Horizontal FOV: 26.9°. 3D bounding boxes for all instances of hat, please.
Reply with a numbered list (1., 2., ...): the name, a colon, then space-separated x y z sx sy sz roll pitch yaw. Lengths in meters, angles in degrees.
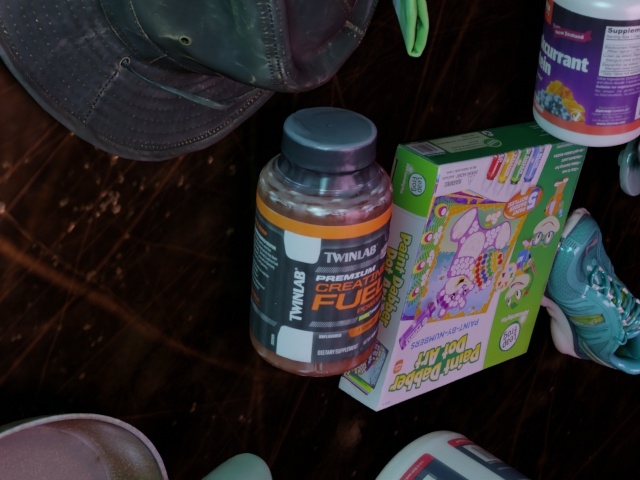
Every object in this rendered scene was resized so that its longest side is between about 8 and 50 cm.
1. hat: -0.045 -0.175 0.825 0.331 0.134 0.331 -31 137 -35

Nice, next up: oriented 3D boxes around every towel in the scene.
1. towel: 0.054 -0.212 0.881 0.023 0.152 0.113 -9 143 -3

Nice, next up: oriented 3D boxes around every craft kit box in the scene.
1. craft kit box: 0.139 0.017 1.264 0.250 0.061 0.247 -14 127 -46

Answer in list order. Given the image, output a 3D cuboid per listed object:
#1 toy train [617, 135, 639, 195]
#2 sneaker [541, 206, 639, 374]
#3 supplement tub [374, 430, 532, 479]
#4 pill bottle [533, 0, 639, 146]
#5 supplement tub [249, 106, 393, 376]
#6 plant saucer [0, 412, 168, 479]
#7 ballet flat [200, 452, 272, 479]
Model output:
1. toy train: 0.450 -0.122 1.493 0.334 0.142 0.190 7 98 -54
2. sneaker: 0.306 0.059 1.453 0.107 0.110 0.275 -52 144 -12
3. supplement tub: 0.182 0.333 1.348 0.191 0.272 0.191 -30 135 -35
4. pill bottle: 0.256 -0.193 1.211 0.108 0.108 0.193 -29 134 -37
5. supplement tub: 0.000 0.000 1.028 0.106 0.106 0.198 -26 132 -39
6. plant saucer: -0.239 0.252 0.957 0.310 0.050 0.311 -30 134 -36
7. ballet flat: -0.113 0.249 1.009 0.213 0.072 0.068 -54 146 -7
